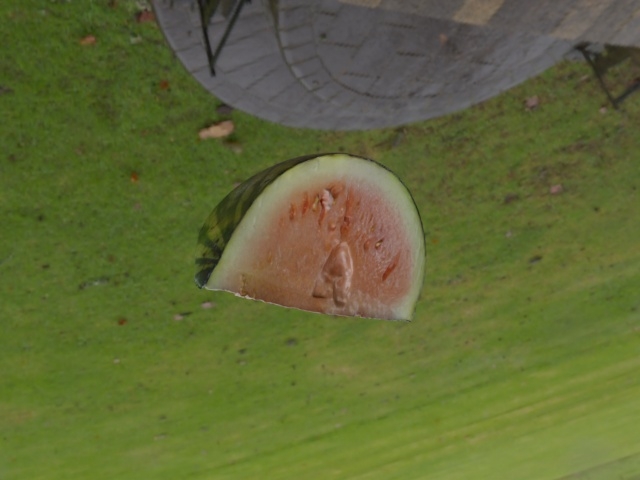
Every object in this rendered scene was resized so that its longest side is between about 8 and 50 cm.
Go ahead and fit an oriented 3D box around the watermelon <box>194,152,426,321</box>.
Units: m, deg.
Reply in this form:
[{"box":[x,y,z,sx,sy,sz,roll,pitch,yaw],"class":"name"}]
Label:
[{"box":[-0.007,-0.008,0.451,0.069,0.086,0.163,14,179,45],"class":"watermelon"}]
